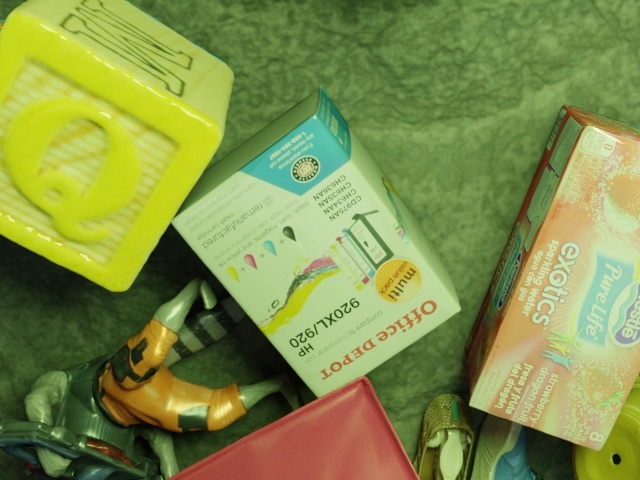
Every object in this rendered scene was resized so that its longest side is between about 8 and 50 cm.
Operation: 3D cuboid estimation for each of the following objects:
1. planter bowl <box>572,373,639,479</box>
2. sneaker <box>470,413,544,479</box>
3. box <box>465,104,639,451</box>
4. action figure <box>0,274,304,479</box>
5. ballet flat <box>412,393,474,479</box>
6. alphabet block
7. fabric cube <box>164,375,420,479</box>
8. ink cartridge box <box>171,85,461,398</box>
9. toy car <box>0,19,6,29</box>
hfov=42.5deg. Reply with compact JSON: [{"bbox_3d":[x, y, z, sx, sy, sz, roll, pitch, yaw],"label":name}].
[{"bbox_3d":[0.332,0.230,0.855,0.090,0.217,0.217,16,111,-32],"label":"planter bowl"},{"bbox_3d":[0.229,0.261,0.964,0.084,0.058,0.152,14,91,-23],"label":"sneaker"},{"bbox_3d":[0.263,0.032,0.826,0.142,0.154,0.300,19,107,3],"label":"box"},{"bbox_3d":[-0.187,0.195,0.932,0.330,0.178,0.341,-24,136,15],"label":"action figure"},{"bbox_3d":[0.139,0.281,0.965,0.073,0.067,0.206,1,109,-1],"label":"ballet flat"},{"bbox_3d":[-0.207,-0.105,0.760,0.193,0.197,0.192,28,111,-16],"label":"alphabet block"},{"bbox_3d":[0.007,0.329,0.812,0.254,0.258,0.259,-26,65,-4],"label":"fabric cube"},{"bbox_3d":[0.000,0.000,0.821,0.171,0.168,0.233,-35,105,11],"label":"ink cartridge box"},{"bbox_3d":[-0.290,-0.220,0.837,0.122,0.060,0.040,-27,62,-7],"label":"toy car"}]
